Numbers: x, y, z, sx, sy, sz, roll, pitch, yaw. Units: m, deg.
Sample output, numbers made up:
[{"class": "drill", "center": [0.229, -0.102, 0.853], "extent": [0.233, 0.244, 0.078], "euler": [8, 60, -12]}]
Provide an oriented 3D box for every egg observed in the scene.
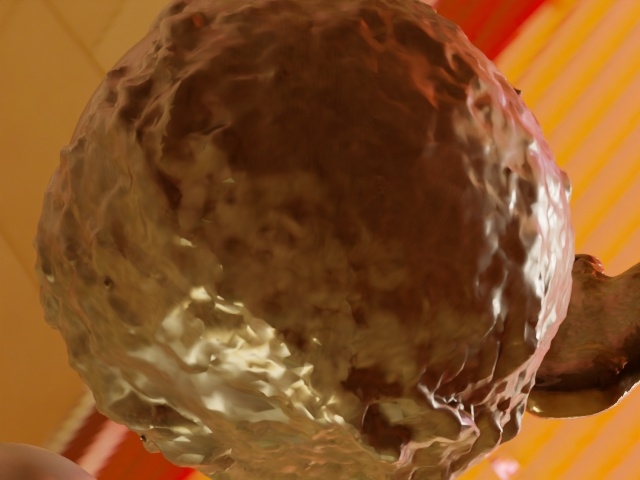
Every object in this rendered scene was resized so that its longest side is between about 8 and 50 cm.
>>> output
[{"class": "egg", "center": [0.000, 0.000, 0.926], "extent": [0.279, 0.279, 0.310], "euler": [-47, -47, 13]}]

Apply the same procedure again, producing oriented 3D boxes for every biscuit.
[{"class": "biscuit", "center": [0.295, 0.078, 1.688], "extent": [0.237, 0.290, 0.062], "euler": [-9, -69, 7]}]

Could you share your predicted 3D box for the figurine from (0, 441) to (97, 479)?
[{"class": "figurine", "center": [-0.256, 0.320, 1.784], "extent": [0.361, 0.211, 0.253], "euler": [17, -34, -29]}]
